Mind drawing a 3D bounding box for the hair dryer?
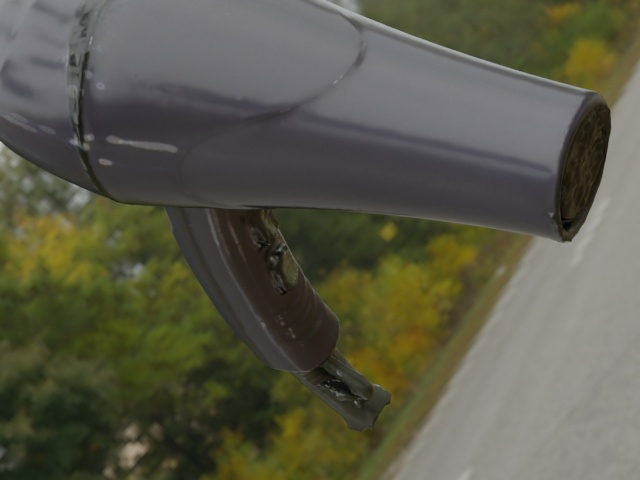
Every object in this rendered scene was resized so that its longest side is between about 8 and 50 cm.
[{"bbox_3d":[0.000,0.000,0.852,0.121,0.301,0.361,-64,-25,-24],"label":"hair dryer"}]
